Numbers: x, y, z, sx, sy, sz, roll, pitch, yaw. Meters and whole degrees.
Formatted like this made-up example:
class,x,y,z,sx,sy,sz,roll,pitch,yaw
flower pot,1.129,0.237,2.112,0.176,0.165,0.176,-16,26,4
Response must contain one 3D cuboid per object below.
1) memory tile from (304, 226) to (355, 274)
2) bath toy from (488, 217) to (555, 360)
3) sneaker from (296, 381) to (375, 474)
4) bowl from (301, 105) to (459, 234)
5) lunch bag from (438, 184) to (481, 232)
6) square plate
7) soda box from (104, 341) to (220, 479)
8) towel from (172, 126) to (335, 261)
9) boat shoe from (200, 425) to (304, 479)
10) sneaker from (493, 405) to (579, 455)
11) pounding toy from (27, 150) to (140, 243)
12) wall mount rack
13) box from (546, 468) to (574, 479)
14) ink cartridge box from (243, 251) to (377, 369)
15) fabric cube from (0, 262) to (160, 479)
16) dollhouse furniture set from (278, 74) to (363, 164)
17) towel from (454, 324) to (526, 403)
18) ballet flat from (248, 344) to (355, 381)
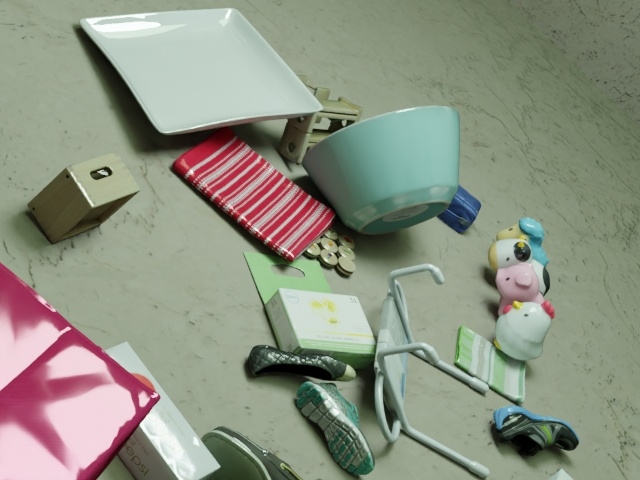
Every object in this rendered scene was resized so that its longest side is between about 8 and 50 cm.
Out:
class,x,y,z,sx,sy,sz,roll,pitch,yaw
memory tile,0.000,0.000,1.958,0.148,0.012,0.113,28,33,-16
bath toy,0.400,0.091,2.131,0.151,0.129,0.348,32,31,-10
sneaker,0.038,0.278,1.638,0.076,0.065,0.166,-9,58,-54
bowl,0.134,-0.115,2.015,0.312,0.312,0.163,-2,71,-46
lunch bag,0.285,-0.070,2.278,0.098,0.067,0.065,36,33,-4
square plate,-0.223,-0.312,1.997,0.347,0.049,0.344,-13,51,-34
soda box,-0.231,0.240,1.406,0.216,0.069,0.074,50,34,15
towel,-0.114,-0.088,1.923,0.275,0.031,0.199,39,34,5
boat shoe,-0.069,0.331,1.456,0.227,0.081,0.068,46,30,-4
sneaker,0.378,0.346,1.902,0.188,0.067,0.078,20,60,-31
pounding toy,-0.356,-0.076,1.614,0.100,0.130,0.141,57,35,3
wall mount rack,0.185,0.222,1.799,0.350,0.131,0.304,-77,151,-53
box,0.387,0.476,1.721,0.130,0.091,0.170,42,33,3
ink cartridge box,-0.016,0.103,1.795,0.171,0.056,0.235,9,46,-38
fabric cube,-0.373,0.222,1.122,0.259,0.254,0.258,40,31,0
dollhouse furniture set,-0.038,-0.240,2.136,0.129,0.128,0.184,-1,27,-44
towel,0.318,0.228,2.004,0.152,0.023,0.113,33,33,-11
ballet flat,-0.029,0.200,1.660,0.173,0.057,0.049,11,53,-15
